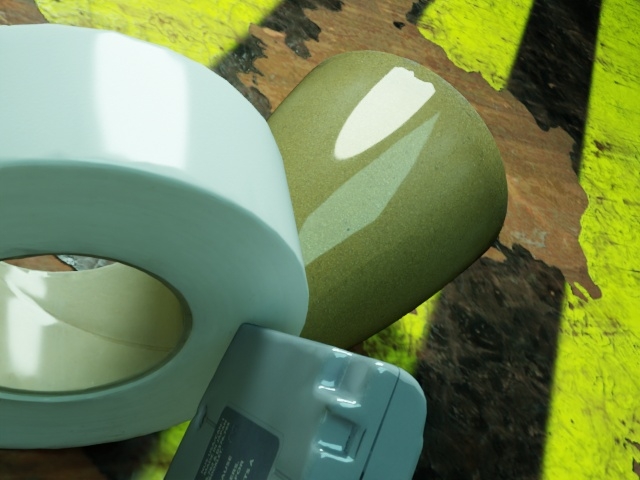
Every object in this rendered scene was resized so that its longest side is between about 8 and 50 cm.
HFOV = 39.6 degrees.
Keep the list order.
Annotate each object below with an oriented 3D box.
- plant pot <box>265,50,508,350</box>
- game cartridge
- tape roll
[{"bbox_3d":[0.000,0.000,0.760,0.237,0.237,0.254,44,50,0],"label":"plant pot"},{"bbox_3d":[-0.055,0.188,0.435,0.060,0.196,0.294,25,81,-23],"label":"game cartridge"},{"bbox_3d":[-0.154,0.015,0.520,0.286,0.286,0.100,16,45,-33],"label":"tape roll"}]
